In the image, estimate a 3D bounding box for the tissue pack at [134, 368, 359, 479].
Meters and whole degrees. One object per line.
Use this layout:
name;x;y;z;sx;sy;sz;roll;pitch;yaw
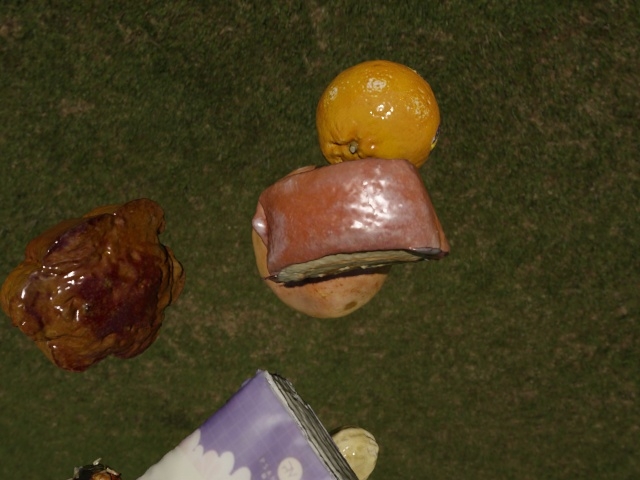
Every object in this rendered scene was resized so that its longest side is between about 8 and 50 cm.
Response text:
tissue pack;-0.118;0.357;0.685;0.343;0.242;0.125;-40;156;0

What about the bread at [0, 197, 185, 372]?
bread;-0.314;0.070;0.819;0.135;0.246;0.232;10;127;38

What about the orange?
orange;0.079;-0.161;0.811;0.177;0.155;0.178;17;155;8

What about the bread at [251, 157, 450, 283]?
bread;0.033;-0.020;0.733;0.244;0.123;0.190;-10;170;9

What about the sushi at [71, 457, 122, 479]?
sushi;-0.472;0.512;1.205;0.103;0.097;0.226;-7;169;-46

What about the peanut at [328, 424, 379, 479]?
peanut;0.019;0.555;1.355;0.147;0.147;0.306;34;103;-26

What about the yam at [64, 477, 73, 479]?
yam;-0.575;0.613;1.302;0.084;0.084;0.127;20;104;-15

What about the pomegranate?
pomegranate;0.000;0.000;1.255;0.337;0.338;0.338;2;133;2
